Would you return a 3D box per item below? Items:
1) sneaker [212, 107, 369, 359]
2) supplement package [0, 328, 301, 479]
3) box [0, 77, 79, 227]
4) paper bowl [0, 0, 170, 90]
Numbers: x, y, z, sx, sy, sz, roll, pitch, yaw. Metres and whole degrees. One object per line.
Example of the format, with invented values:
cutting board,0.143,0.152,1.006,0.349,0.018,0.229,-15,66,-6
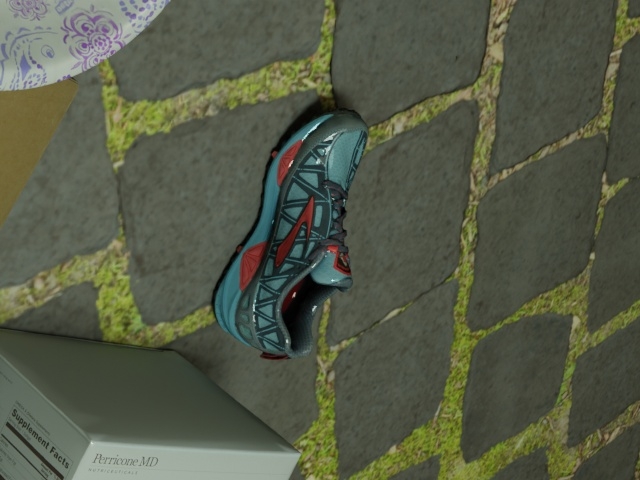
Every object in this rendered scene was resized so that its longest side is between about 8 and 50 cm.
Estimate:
sneaker,0.000,0.000,1.322,0.104,0.125,0.262,8,110,-50
supplement package,-0.190,0.194,1.192,0.262,0.204,0.145,14,105,-50
box,-0.298,-0.088,1.025,0.201,0.021,0.164,25,97,-52
paper bowl,-0.213,-0.255,0.883,0.284,0.148,0.284,-32,143,-27
